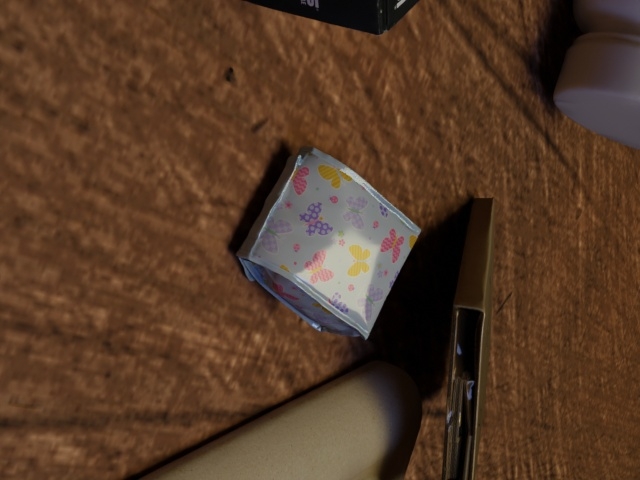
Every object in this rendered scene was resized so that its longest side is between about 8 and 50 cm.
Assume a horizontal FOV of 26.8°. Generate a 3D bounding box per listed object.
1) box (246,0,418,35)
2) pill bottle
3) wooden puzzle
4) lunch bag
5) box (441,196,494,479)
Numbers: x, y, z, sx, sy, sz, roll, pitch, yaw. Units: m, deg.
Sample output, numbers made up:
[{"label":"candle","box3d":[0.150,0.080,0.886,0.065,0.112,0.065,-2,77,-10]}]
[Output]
[{"label":"box","box3d":[0.035,-0.202,0.599,0.180,0.077,0.147,-48,147,-41]},{"label":"pill bottle","box3d":[0.286,-0.213,1.007,0.161,0.161,0.283,34,75,-64]},{"label":"wooden puzzle","box3d":[-0.030,0.270,0.778,0.322,0.080,0.348,-16,121,-60]},{"label":"lunch bag","box3d":[0.000,0.000,0.692,0.083,0.053,0.071,39,70,-37]},{"label":"box","box3d":[0.100,0.079,0.892,0.201,0.021,0.164,-63,156,-68]}]
